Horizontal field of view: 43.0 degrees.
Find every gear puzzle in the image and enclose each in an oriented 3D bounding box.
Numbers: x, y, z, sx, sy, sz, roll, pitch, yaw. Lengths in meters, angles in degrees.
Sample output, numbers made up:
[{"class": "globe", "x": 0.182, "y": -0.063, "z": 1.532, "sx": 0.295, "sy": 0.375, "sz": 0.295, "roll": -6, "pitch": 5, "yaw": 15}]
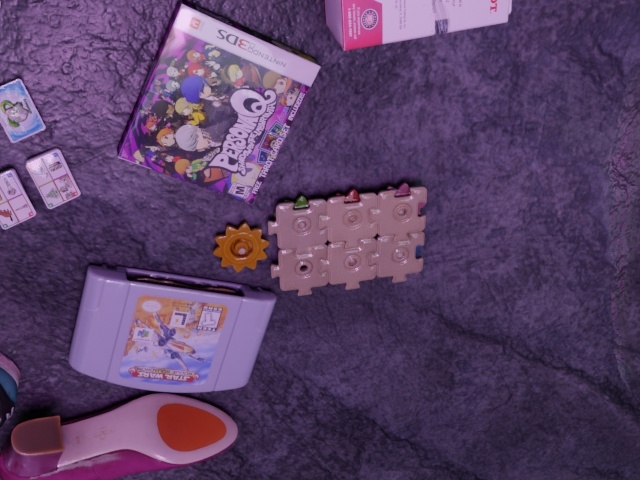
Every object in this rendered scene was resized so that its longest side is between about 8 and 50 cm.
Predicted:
[{"class": "gear puzzle", "x": 0.000, "y": 0.000, "z": 1.280, "sx": 0.338, "sy": 0.044, "sz": 0.176, "roll": -7, "pitch": 122, "yaw": -9}]

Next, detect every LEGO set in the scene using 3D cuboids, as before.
[{"class": "LEGO set", "x": -0.457, "y": -0.130, "z": 1.081, "sx": 0.182, "sy": 0.060, "sz": 0.244, "roll": -28, "pitch": 124, "yaw": -14}]

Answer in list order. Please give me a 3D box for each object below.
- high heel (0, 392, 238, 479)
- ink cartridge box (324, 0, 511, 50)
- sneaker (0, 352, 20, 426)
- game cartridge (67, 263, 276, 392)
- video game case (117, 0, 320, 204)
[{"class": "high heel", "x": -0.336, "y": 0.344, "z": 1.358, "sx": 0.377, "sy": 0.127, "sz": 0.181, "roll": 6, "pitch": 145, "yaw": -24}, {"class": "ink cartridge box", "x": 0.126, "y": -0.364, "z": 1.064, "sx": 0.237, "sy": 0.100, "sz": 0.172, "roll": -12, "pitch": 129, "yaw": -9}, {"class": "sneaker", "x": -0.570, "y": 0.178, "z": 1.161, "sx": 0.302, "sy": 0.121, "sz": 0.108, "roll": 33, "pitch": 105, "yaw": -29}, {"class": "game cartridge", "x": -0.235, "y": 0.148, "z": 1.284, "sx": 0.297, "sy": 0.062, "sz": 0.198, "roll": 9, "pitch": 111, "yaw": -21}, {"class": "video game case", "x": -0.142, "y": -0.185, "z": 1.129, "sx": 0.210, "sy": 0.042, "sz": 0.232, "roll": 20, "pitch": 111, "yaw": -24}]
